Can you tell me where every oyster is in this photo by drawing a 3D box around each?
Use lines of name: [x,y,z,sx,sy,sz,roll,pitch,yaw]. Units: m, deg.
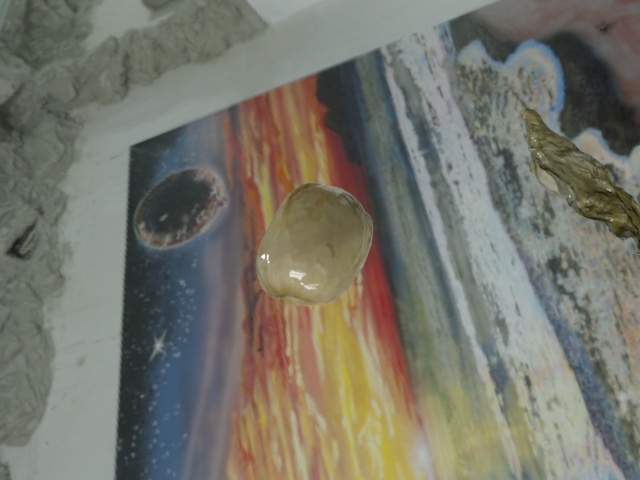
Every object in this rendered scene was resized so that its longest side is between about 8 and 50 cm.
oyster: [0.212,-0.030,0.552,0.122,0.045,0.146,40,-171,-37]

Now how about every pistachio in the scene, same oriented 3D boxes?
pistachio: [0.000,0.000,0.892,0.200,0.117,0.145,-48,-44,-44]
